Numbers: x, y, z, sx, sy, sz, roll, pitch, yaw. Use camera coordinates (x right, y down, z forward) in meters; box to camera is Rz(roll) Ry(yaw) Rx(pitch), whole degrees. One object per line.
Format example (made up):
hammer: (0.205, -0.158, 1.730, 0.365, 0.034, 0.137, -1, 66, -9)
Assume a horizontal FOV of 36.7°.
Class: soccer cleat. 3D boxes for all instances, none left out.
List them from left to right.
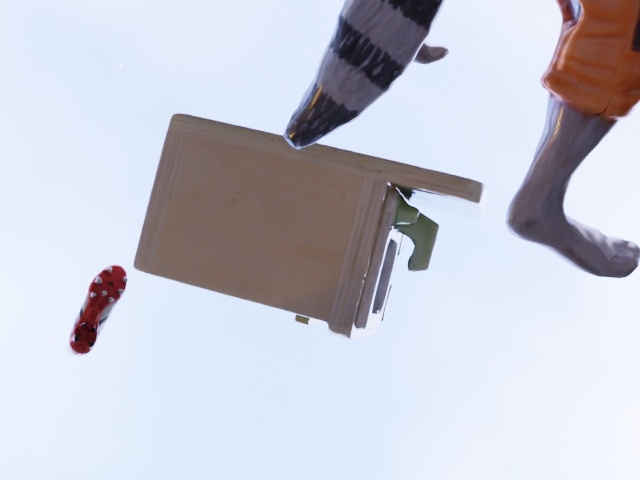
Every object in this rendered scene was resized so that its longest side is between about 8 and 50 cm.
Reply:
soccer cleat: (-0.182, 0.056, 0.782, 0.029, 0.035, 0.083, 30, -119, -19)

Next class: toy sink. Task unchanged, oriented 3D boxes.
toy sink: (0.000, 0.000, 0.748, 0.234, 0.153, 0.131, 14, -91, 11)

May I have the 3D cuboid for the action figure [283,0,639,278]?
action figure: (0.105, -0.145, 0.323, 0.178, 0.341, 0.330, 4, -53, -13)
